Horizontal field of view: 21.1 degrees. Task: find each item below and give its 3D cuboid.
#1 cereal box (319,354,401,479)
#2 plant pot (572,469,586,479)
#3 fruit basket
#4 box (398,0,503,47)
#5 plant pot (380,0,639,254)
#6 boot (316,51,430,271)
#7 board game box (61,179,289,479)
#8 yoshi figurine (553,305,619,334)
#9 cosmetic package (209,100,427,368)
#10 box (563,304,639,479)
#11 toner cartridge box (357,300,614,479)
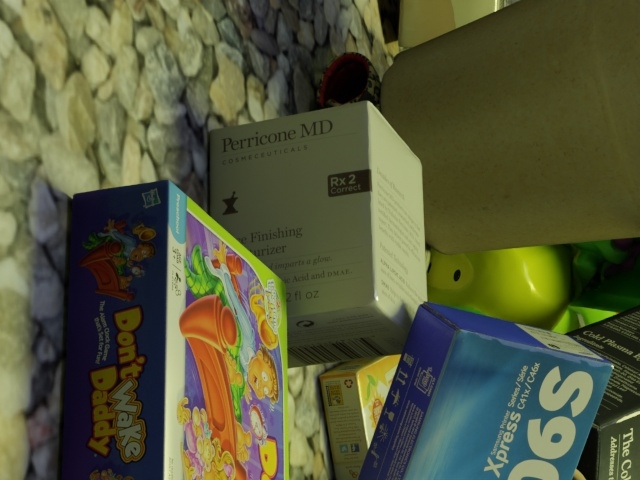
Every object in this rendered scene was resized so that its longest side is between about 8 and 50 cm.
[{"bbox_3d":[0.064,0.236,1.735,0.173,0.047,0.240,-15,97,-69],"label":"cereal box"},{"bbox_3d":[0.146,0.298,1.648,0.237,0.109,0.237,-22,124,-37],"label":"plant pot"},{"bbox_3d":[0.240,-0.016,2.043,0.392,0.392,0.283,-49,128,-67],"label":"fruit basket"},{"bbox_3d":[0.168,-0.391,2.085,0.148,0.121,0.311,-48,142,-76],"label":"box"},{"bbox_3d":[0.241,-0.121,1.759,0.334,0.305,0.334,45,37,-50],"label":"plant pot"},{"bbox_3d":[0.048,-0.063,1.782,0.179,0.085,0.236,58,29,-42],"label":"boot"},{"bbox_3d":[-0.098,0.161,1.232,0.233,0.078,0.347,44,41,-62],"label":"board game box"},{"bbox_3d":[0.317,0.002,2.501,0.362,0.203,0.203,67,-22,1],"label":"yoshi figurine"},{"bbox_3d":[0.000,0.000,1.485,0.151,0.151,0.184,42,42,-62],"label":"cosmetic package"},{"bbox_3d":[0.339,0.268,1.858,0.312,0.179,0.343,-18,119,-34],"label":"box"},{"bbox_3d":[0.112,0.238,1.467,0.075,0.165,0.348,36,-70,62],"label":"toner cartridge box"}]
